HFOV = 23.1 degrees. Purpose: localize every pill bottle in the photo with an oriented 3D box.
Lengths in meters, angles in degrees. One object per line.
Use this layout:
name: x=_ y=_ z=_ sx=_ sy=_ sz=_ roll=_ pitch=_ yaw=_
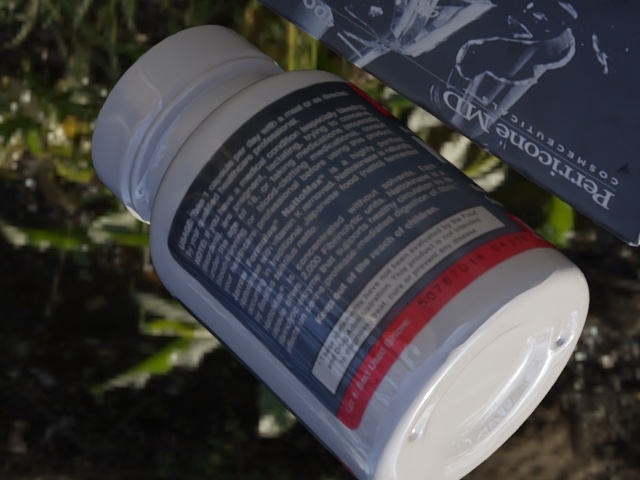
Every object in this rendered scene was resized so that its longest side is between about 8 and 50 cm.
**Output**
pill bottle: x=0.000 y=0.000 z=0.582 sx=0.108 sy=0.180 sz=0.108 roll=-35 pitch=150 yaw=-24

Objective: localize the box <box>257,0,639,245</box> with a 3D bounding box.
box: x=0.073 y=-0.223 z=0.649 sx=0.343 sy=0.179 sz=0.312 roll=35 pitch=151 yaw=17
